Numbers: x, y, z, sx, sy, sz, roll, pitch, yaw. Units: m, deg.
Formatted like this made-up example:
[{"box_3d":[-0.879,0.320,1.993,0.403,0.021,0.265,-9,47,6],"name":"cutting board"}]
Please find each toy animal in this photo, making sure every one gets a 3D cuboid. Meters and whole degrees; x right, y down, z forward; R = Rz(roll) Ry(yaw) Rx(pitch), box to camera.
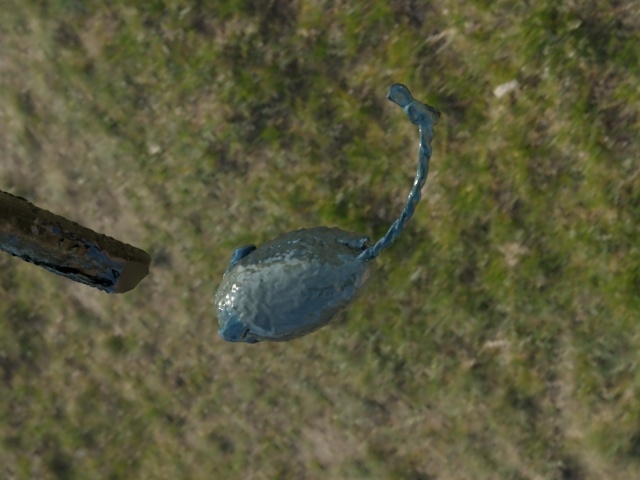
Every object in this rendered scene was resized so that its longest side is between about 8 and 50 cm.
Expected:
[{"box_3d":[0.009,0.004,0.831,0.253,0.079,0.070,-43,47,38],"name":"toy animal"}]

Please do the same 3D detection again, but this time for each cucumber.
[{"box_3d":[-0.219,-0.011,0.866,0.043,0.257,0.044,-47,53,14],"name":"cucumber"}]
